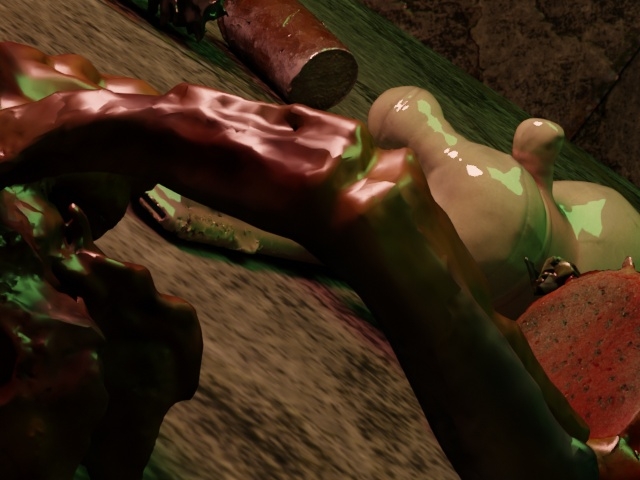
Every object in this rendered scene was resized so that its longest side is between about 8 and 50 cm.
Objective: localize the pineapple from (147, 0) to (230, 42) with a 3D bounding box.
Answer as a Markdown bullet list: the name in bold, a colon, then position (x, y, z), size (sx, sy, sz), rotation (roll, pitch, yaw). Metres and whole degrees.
- **pineapple**: position (-0.171, -0.269, 1.402), size (0.278, 0.158, 0.158), rotation (45, 7, -20)

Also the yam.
- **yam**: position (-0.031, -0.174, 1.537), size (0.079, 0.079, 0.141), rotation (23, 17, -47)

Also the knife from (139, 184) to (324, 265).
- **knife**: position (0.003, -0.005, 1.015), size (0.089, 0.043, 0.365), rotation (41, 13, 30)

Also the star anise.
- **star anise**: position (-0.077, -0.002, 0.504), size (0.346, 0.148, 0.237), rotation (30, 10, 24)

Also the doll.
- **doll**: position (0.121, 0.021, 1.008), size (0.275, 0.155, 0.113), rotation (35, -5, -39)

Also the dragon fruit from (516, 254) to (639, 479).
- **dragon fruit**: position (0.134, 0.097, 0.831), size (0.142, 0.138, 0.175), rotation (-33, 99, -39)
